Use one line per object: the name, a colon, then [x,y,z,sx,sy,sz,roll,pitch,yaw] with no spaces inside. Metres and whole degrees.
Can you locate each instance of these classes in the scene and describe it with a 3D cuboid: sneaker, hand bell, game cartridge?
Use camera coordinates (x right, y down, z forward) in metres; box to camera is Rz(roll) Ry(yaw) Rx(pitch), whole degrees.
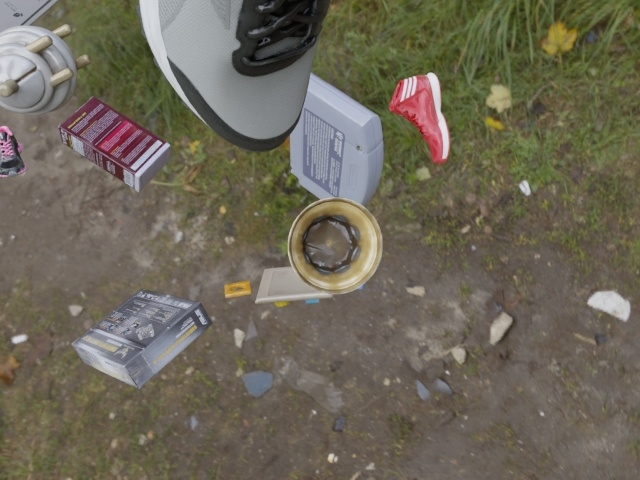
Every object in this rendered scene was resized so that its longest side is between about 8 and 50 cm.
sneaker: [-0.029,-0.147,0.304,0.100,0.272,0.108,-28,57,-27]
hand bell: [0.000,0.000,0.921,0.126,0.126,0.242,-49,10,-4]
sneaker: [-0.521,-0.149,1.033,0.047,0.057,0.119,-17,43,-20]
game cartridge: [0.027,-0.168,1.186,0.196,0.294,0.060,41,66,19]
sneaker: [0.232,-0.286,1.508,0.127,0.087,0.222,-11,89,-12]

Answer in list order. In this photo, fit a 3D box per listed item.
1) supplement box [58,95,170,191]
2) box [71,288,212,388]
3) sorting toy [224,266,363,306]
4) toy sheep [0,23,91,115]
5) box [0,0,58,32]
supplement box: [-0.509,-0.241,1.550,0.239,0.073,0.130,33,58,4]
box: [-0.344,0.179,1.195,0.231,0.056,0.183,4,37,46]
sorting toy: [-0.056,0.112,1.495,0.347,0.047,0.196,-5,20,5]
toy sheep: [-0.274,-0.161,0.591,0.091,0.091,0.132,-29,21,11]
box: [-0.392,-0.324,0.701,0.289,0.169,0.087,-35,52,13]
